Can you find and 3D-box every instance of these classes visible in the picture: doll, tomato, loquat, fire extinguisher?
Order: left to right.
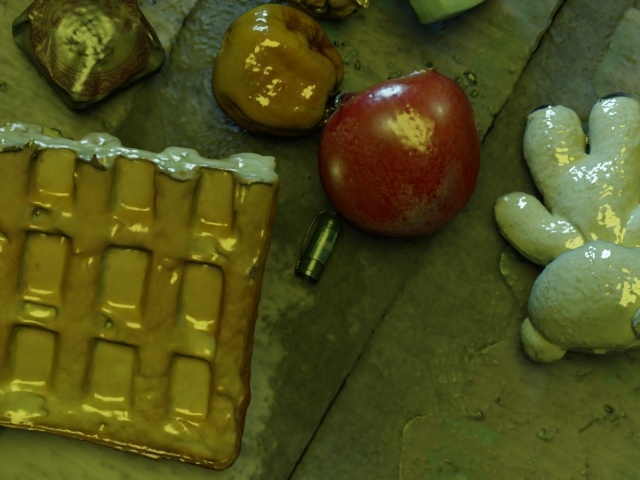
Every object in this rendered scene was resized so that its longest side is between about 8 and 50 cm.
[{"bbox_3d":[-0.041,-0.164,1.521,0.137,0.113,0.137,5,72,-16],"label":"loquat"},{"bbox_3d":[0.000,0.000,1.523,0.038,0.025,0.083,18,74,25],"label":"fire extinguisher"},{"bbox_3d":[0.079,-0.079,1.481,0.167,0.167,0.167,1,75,-3],"label":"tomato"},{"bbox_3d":[0.280,-0.013,1.508,0.149,0.175,0.278,18,60,-38],"label":"doll"}]

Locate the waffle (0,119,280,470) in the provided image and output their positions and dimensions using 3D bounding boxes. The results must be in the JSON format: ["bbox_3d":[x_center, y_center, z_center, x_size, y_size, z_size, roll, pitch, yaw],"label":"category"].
[{"bbox_3d":[-0.223,0.048,1.406,0.348,0.077,0.304,11,109,-1],"label":"waffle"}]

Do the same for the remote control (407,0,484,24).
[{"bbox_3d":[0.074,-0.386,1.532,0.145,0.050,0.344,-39,103,-47],"label":"remote control"}]

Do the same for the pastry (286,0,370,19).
[{"bbox_3d":[-0.011,-0.340,1.548,0.102,0.154,0.250,-12,72,21],"label":"pastry"}]

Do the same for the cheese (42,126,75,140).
[{"bbox_3d":[-0.357,-0.074,1.491,0.255,0.127,0.050,1,116,10],"label":"cheese"}]

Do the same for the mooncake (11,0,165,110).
[{"bbox_3d":[-0.231,-0.205,1.539,0.125,0.073,0.130,-36,82,-13],"label":"mooncake"}]
